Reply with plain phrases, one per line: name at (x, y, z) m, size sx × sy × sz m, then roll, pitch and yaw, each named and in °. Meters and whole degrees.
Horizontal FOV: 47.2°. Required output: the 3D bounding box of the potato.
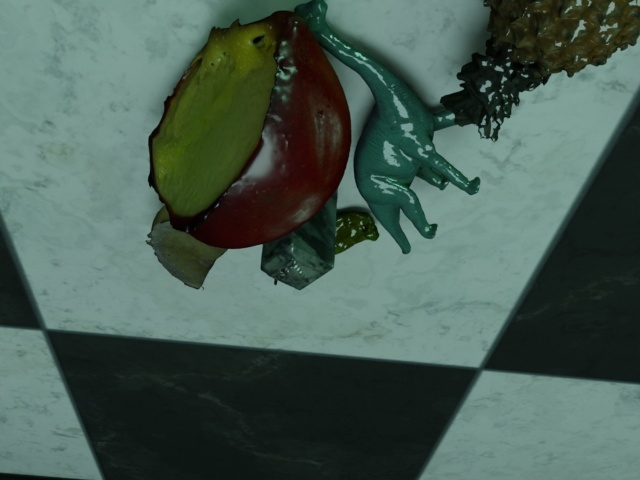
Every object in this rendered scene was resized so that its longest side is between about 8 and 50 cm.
potato at (-0.220, -0.017, 1.253) m, size 0.138 × 0.098 × 0.243 m, roll 22°, pitch 145°, yaw -17°

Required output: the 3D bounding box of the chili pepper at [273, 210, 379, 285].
chili pepper at (-0.001, -0.001, 1.279) m, size 0.204 × 0.073 × 0.072 m, roll -20°, pitch 120°, yaw 11°

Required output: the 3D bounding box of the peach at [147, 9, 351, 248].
peach at (-0.071, -0.141, 0.976) m, size 0.201 × 0.258 × 0.362 m, roll 7°, pitch 138°, yaw -37°

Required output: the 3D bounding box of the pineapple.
pineapple at (0.252, -0.252, 0.830) m, size 0.202 × 0.202 × 0.362 m, roll 16°, pitch 143°, yaw -16°

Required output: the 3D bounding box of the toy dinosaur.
toy dinosaur at (0.062, -0.143, 1.081) m, size 0.330 × 0.129 × 0.383 m, roll 22°, pitch 138°, yaw -9°

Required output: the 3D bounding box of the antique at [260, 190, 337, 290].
antique at (-0.033, -0.016, 1.167) m, size 0.086 × 0.183 × 0.088 m, roll 27°, pitch 137°, yaw -28°
